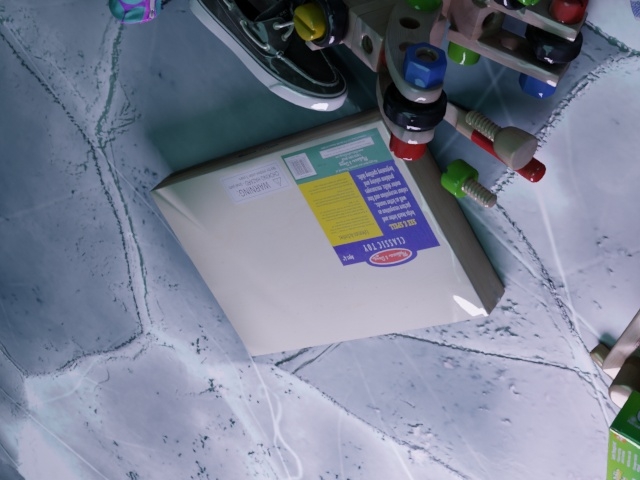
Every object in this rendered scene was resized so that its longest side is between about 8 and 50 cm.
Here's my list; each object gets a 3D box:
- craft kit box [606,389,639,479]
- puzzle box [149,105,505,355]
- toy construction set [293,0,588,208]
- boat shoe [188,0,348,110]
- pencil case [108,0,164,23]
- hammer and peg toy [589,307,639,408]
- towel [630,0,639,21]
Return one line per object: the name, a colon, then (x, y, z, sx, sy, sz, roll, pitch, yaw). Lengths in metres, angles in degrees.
craft kit box: (0.415, 0.279, 1.448, 0.247, 0.061, 0.250, 27, 161, 21)
puzzle box: (0.000, 0.000, 1.712, 0.409, 0.052, 0.272, -13, 114, 42)
toy construction set: (0.109, -0.194, 1.396, 0.237, 0.257, 0.309, 39, 164, 31)
boat shoe: (-0.054, -0.230, 1.550, 0.219, 0.078, 0.070, 39, 139, 7)
pencil case: (-0.203, -0.322, 1.598, 0.070, 0.064, 0.151, 43, 141, 24)
hammer and peg toy: (0.423, 0.156, 1.458, 0.266, 0.127, 0.361, 34, 137, 10)
towel: (0.312, -0.308, 1.094, 0.209, 0.034, 0.285, -1, 121, 37)
